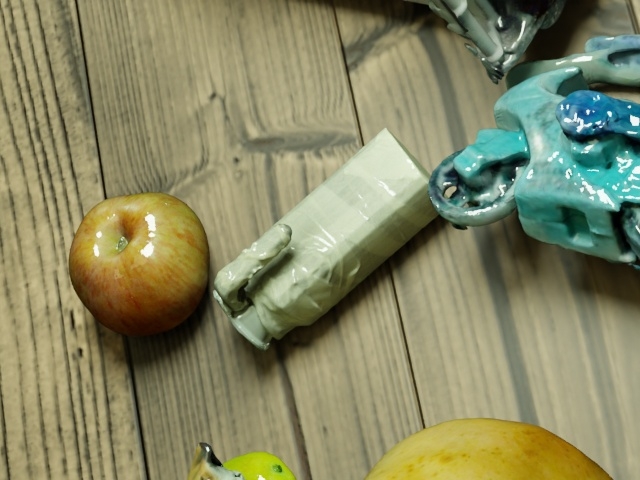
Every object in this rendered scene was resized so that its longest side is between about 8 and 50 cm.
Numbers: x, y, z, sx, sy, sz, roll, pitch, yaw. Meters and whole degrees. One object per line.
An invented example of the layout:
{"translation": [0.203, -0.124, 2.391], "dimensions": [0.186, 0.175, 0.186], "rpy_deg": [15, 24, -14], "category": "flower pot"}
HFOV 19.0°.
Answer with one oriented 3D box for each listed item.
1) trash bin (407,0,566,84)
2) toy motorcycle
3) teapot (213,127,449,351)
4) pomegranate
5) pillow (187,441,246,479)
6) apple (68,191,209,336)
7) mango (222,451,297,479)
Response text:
{"translation": [0.034, -0.308, 1.564], "dimensions": [0.368, 0.256, 0.296], "rpy_deg": [9, 70, 35], "category": "trash bin"}
{"translation": [0.226, -0.069, 1.450], "dimensions": [0.260, 0.154, 0.206], "rpy_deg": [14, 55, 34], "category": "toy motorcycle"}
{"translation": [0.000, 0.000, 1.550], "dimensions": [0.200, 0.107, 0.077], "rpy_deg": [-42, 62, 8], "category": "teapot"}
{"translation": [0.120, 0.232, 1.346], "dimensions": [0.233, 0.233, 0.233], "rpy_deg": [-9, 68, 24], "category": "pomegranate"}
{"translation": [-0.043, 0.350, 1.368], "dimensions": [0.119, 0.312, 0.310], "rpy_deg": [-13, 56, -26], "category": "pillow"}
{"translation": [-0.156, 0.020, 1.623], "dimensions": [0.126, 0.102, 0.126], "rpy_deg": [-9, 67, 23], "category": "apple"}
{"translation": [-0.066, 0.213, 1.536], "dimensions": [0.108, 0.056, 0.073], "rpy_deg": [-33, 55, 16], "category": "mango"}
